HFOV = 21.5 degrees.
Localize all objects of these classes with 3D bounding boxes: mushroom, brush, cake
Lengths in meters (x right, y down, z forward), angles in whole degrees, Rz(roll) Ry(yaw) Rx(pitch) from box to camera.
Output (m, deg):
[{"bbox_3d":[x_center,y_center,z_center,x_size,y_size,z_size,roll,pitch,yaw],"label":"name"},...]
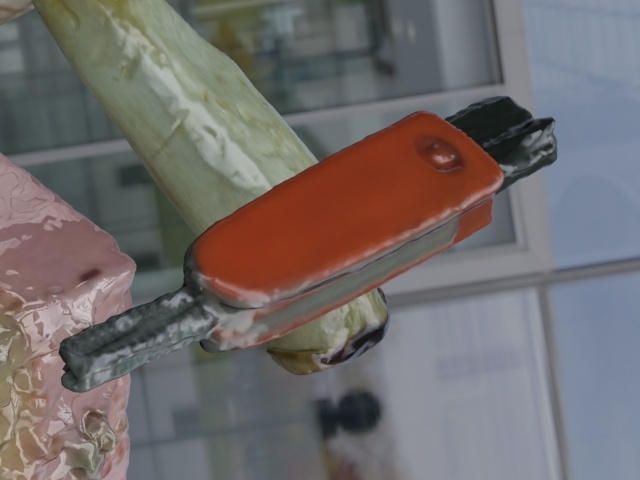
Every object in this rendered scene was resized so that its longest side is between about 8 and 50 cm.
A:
[{"bbox_3d":[-0.064,-0.056,1.110,0.333,0.087,0.107,55,35,-11],"label":"mushroom"},{"bbox_3d":[0.000,0.001,0.857,0.070,0.323,0.051,44,-38,26],"label":"brush"},{"bbox_3d":[-0.313,0.101,1.121,0.293,0.306,0.314,39,-39,21],"label":"cake"}]

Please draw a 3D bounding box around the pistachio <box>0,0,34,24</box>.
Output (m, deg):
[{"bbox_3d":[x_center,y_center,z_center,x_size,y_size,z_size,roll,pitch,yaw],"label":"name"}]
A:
[{"bbox_3d":[-0.304,-0.234,1.306,0.136,0.226,0.136,-168,-90,-71],"label":"pistachio"}]
